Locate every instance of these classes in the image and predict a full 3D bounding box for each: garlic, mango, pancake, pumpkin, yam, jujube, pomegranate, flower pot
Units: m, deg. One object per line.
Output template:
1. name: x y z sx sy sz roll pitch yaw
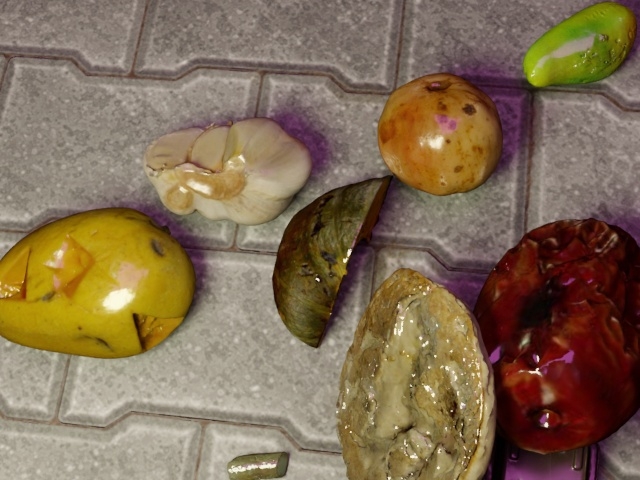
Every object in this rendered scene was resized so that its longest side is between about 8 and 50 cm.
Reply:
1. garlic: -0.145 -0.118 1.779 0.281 0.184 0.203 -10 35 21
2. mango: -0.385 0.078 1.718 0.365 0.182 0.252 -12 70 12
3. pancake: 0.133 0.235 1.525 0.082 0.387 0.386 4 63 -31
4. pumpkin: 0.000 0.000 1.710 0.148 0.169 0.312 19 70 9
5. yam: -0.098 0.359 1.639 0.094 0.043 0.043 -6 67 4
6. jujube: 0.364 0.137 1.548 0.276 0.276 0.377 21 38 13
7. mango: 0.464 -0.337 1.845 0.233 0.111 0.125 -33 63 -11
8. pomegranate: 0.202 -0.170 1.752 0.215 0.215 0.215 -2 67 4
9. flower pot: 0.334 0.380 1.572 0.179 0.084 0.250 8 68 8
